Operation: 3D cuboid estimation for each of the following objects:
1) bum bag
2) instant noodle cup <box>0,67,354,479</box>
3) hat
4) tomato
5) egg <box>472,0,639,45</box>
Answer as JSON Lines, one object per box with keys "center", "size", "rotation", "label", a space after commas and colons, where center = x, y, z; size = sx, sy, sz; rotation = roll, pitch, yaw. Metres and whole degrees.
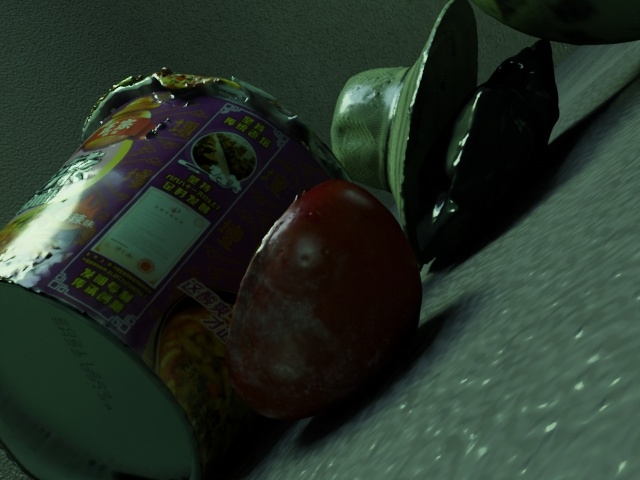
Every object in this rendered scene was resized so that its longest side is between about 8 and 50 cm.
{"center": [0.169, -0.099, 0.763], "size": [0.340, 0.095, 0.144], "rotation": [-40, -29, -58], "label": "bum bag"}
{"center": [-0.151, 0.054, 0.716], "size": [0.340, 0.340, 0.266], "rotation": [-42, 7, 41], "label": "instant noodle cup"}
{"center": [0.068, -0.105, 0.778], "size": [0.252, 0.110, 0.252], "rotation": [12, -90, -70], "label": "hat"}
{"center": [0.013, 0.050, 0.518], "size": [0.139, 0.091, 0.159], "rotation": [-26, -40, -54], "label": "tomato"}
{"center": [0.272, -0.355, 0.728], "size": [0.345, 0.345, 0.428], "rotation": [-42, 11, -11], "label": "egg"}
